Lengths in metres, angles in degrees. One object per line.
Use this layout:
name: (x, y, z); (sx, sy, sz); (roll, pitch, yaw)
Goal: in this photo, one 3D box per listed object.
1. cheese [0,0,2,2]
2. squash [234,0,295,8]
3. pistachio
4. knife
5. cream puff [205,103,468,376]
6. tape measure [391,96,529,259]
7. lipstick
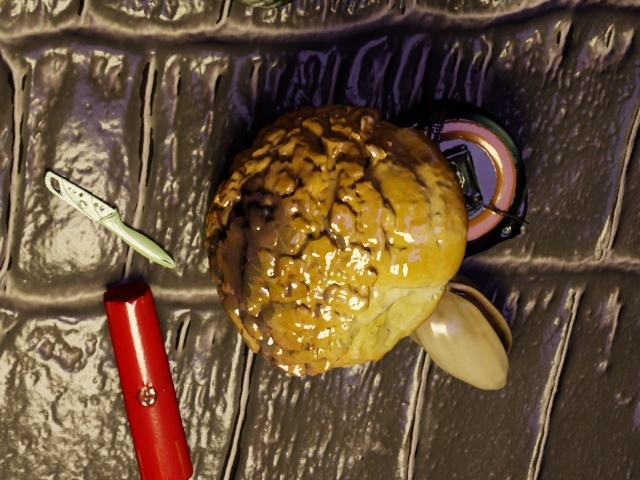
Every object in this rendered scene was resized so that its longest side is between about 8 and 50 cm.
cheese: (-0.411, -0.279, 1.275); (0.235, 0.218, 0.117); (-29, 110, 14)
squash: (-0.074, -0.368, 1.385); (0.193, 0.156, 0.193); (-30, 125, -55)
pistachio: (0.189, 0.125, 1.643); (0.206, 0.131, 0.129); (49, 45, -28)
knife: (-0.262, -0.025, 1.501); (0.207, 0.014, 0.030); (36, 93, -23)
cream puff: (0.000, 0.000, 1.424); (0.231, 0.343, 0.327); (-2, 89, -39)
tape measure: (0.169, -0.076, 1.568); (0.202, 0.135, 0.223); (-22, 106, -2)
lipstick: (-0.224, 0.193, 1.547); (0.073, 0.073, 0.279); (-15, 110, -14)
